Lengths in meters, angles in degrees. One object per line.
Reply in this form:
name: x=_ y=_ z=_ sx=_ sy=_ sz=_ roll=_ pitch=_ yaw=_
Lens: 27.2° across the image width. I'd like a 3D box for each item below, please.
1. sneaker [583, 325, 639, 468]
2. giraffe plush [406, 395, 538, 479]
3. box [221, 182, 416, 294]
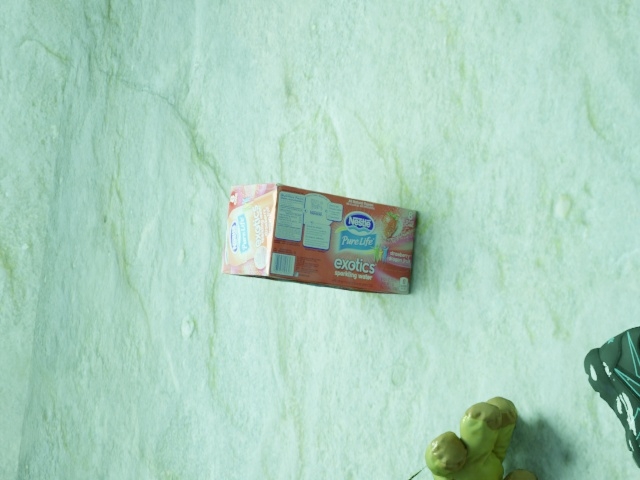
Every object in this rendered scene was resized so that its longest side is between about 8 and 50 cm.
sneaker: x=0.447 y=0.231 z=1.736 sx=0.106 sy=0.101 sz=0.267 roll=-42 pitch=58 yaw=23
giraffe plush: x=0.245 y=0.356 z=1.942 sx=0.170 sy=0.181 sz=0.210 roll=48 pitch=112 yaw=21
box: x=0.000 y=0.000 z=2.199 sx=0.142 sy=0.300 sz=0.154 roll=2 pitch=85 yaw=52
